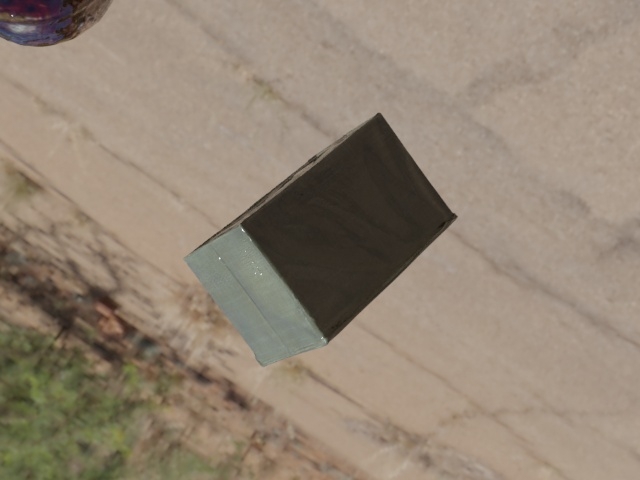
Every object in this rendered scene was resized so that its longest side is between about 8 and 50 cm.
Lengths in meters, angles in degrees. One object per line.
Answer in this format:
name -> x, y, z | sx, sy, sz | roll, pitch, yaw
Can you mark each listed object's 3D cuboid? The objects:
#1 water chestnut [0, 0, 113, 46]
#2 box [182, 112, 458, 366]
water chestnut -> -0.407, -0.422, 1.413 | 0.335, 0.335, 0.347 | 34, 152, -5
box -> 0.000, 0.000, 1.182 | 0.149, 0.231, 0.155 | 54, 147, -6
